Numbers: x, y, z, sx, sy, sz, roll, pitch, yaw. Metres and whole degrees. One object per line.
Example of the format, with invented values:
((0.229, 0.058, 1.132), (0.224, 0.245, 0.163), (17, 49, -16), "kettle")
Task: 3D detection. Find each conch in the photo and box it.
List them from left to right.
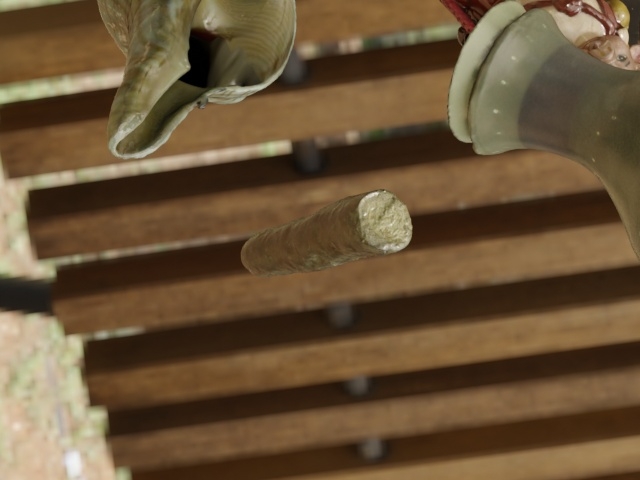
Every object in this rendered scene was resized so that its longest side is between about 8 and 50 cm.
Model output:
((-0.109, -0.196, 1.420), (0.169, 0.203, 0.386), (-33, -145, 57), "conch")

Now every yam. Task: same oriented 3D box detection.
((0.000, 0.000, 1.536), (0.274, 0.061, 0.061), (162, -79, -65), "yam")

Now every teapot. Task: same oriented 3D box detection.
((0.213, -0.071, 1.148), (0.183, 0.251, 0.183), (-39, 142, -38), "teapot")

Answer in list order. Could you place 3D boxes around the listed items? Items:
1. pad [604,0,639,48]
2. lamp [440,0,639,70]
((0.320, -0.267, 1.741), (0.055, 0.323, 0.250), (-106, -169, -49), "pad")
((0.196, -0.147, 1.363), (0.253, 0.118, 0.118), (55, -14, 34), "lamp")
